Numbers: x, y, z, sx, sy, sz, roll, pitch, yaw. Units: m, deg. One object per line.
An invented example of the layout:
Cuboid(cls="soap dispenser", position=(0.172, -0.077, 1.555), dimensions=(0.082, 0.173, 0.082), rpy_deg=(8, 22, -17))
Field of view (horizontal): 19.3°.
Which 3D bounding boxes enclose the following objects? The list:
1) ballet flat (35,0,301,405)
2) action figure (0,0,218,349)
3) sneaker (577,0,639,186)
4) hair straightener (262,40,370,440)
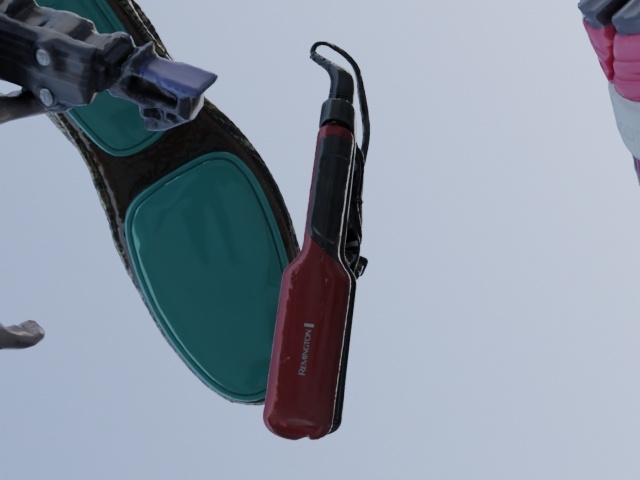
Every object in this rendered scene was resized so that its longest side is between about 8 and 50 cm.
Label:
Cuboid(cls="ballet flat", position=(-0.141, -0.083, 1.732), dimensions=(0.164, 0.182, 0.482), rpy_deg=(-29, -81, 12))
Cuboid(cls="action figure", position=(-0.250, -0.072, 1.214), dimensions=(0.178, 0.341, 0.330), rpy_deg=(-42, -41, -54))
Cuboid(cls="sneaker", position=(0.215, -0.090, 0.577), dimensions=(0.299, 0.121, 0.112), rpy_deg=(-27, -65, -12))
Cuboid(cls="hair straightener", position=(0.000, 0.000, 1.095), dimensions=(0.089, 0.047, 0.230), rpy_deg=(30, -119, -80))
